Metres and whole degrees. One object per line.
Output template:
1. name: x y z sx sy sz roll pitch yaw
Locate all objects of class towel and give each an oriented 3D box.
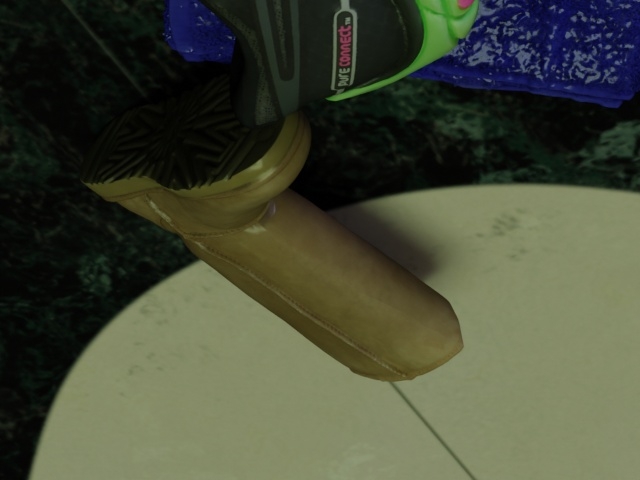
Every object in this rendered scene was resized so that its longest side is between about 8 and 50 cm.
1. towel: 0.061 -0.178 1.152 0.308 0.076 0.227 4 137 -1

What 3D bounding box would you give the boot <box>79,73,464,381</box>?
1. boot: 0.000 0.000 1.295 0.269 0.089 0.236 37 163 -28

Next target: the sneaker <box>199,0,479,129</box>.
1. sneaker: -0.117 -0.237 0.970 0.202 0.185 0.483 -36 112 15
